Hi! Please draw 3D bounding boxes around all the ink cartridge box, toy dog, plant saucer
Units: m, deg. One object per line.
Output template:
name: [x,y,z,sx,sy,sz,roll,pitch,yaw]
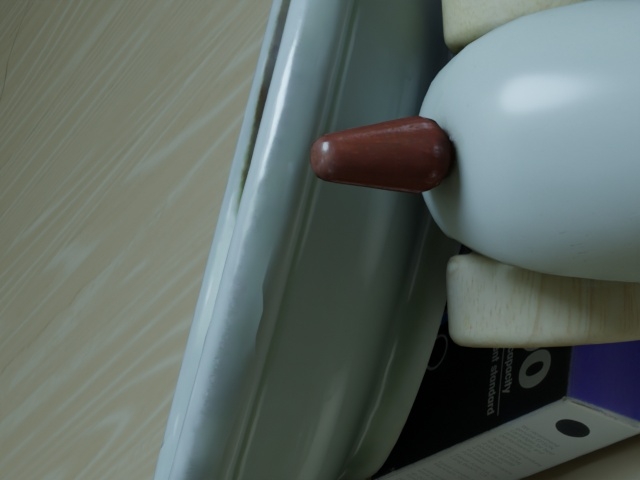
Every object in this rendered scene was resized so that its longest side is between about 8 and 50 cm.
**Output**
ink cartridge box: [0.110,0.005,0.705,0.208,0.045,0.206,-32,38,49]
toy dog: [0.128,-0.041,0.479,0.334,0.161,0.220,-32,72,46]
plant saucer: [0.000,0.000,0.725,0.400,0.100,0.400,-166,90,-85]
